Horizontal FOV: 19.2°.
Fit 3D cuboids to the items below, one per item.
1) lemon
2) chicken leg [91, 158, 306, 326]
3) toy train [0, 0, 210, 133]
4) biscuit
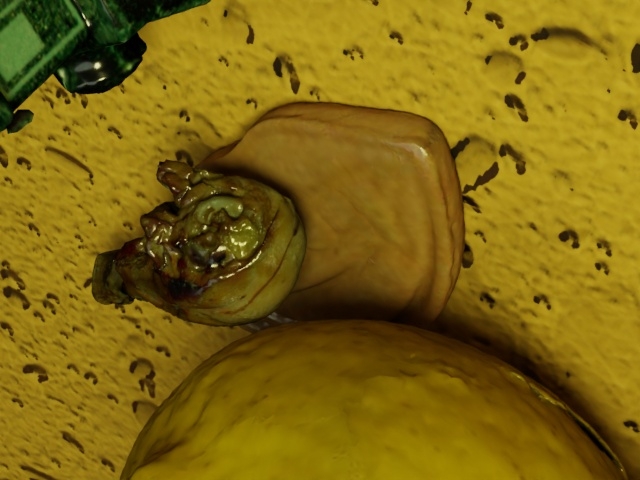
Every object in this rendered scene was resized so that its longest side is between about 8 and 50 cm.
[{"bbox_3d":[0.031,0.165,0.920,0.310,0.254,0.253,19,158,-39],"label":"lemon"},{"bbox_3d":[-0.074,0.005,0.974,0.093,0.070,0.178,58,151,-10],"label":"chicken leg"},{"bbox_3d":[-0.191,-0.185,0.827,0.138,0.178,0.330,-6,125,43],"label":"toy train"},{"bbox_3d":[0.000,0.000,0.973,0.142,0.029,0.220,49,141,-12],"label":"biscuit"}]
